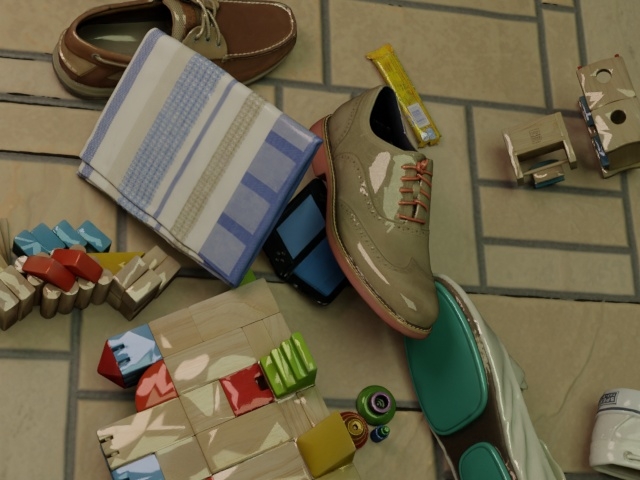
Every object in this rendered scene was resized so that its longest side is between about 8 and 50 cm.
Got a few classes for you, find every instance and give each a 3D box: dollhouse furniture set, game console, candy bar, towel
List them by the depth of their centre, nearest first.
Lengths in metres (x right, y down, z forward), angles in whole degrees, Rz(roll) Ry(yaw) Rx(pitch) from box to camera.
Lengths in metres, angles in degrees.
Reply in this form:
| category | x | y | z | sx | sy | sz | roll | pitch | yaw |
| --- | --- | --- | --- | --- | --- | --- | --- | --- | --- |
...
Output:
| category | x | y | z | sx | sy | sz | roll | pitch | yaw |
| --- | --- | --- | --- | --- | --- | --- | --- | --- | --- |
| towel | -0.149 | -0.100 | 1.337 | 0.285 | 0.034 | 0.209 | 35 | 102 | 26 |
| game console | 0.000 | 0.000 | 1.434 | 0.122 | 0.071 | 0.107 | -46 | 127 | -26 |
| candy bar | 0.116 | -0.199 | 1.576 | 0.040 | 0.018 | 0.161 | -24 | 79 | -20 |
| dollhouse furniture set | 0.348 | -0.153 | 1.591 | 0.184 | 0.129 | 0.128 | -17 | 73 | 9 |

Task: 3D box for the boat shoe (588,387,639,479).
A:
| category | x | y | z | sx | sy | sz | roll | pitch | yaw |
| --- | --- | --- | --- | --- | --- | --- | --- | --- | --- |
| boat shoe | 0.504 | 0.327 | 1.431 | 0.367 | 0.136 | 0.156 | 25 | 65 | -3 |

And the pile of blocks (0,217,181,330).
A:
| category | x | y | z | sx | sy | sz | roll | pitch | yaw |
| --- | --- | --- | --- | --- | --- | --- | --- | --- | --- |
| pile of blocks | -0.337 | 0.024 | 1.304 | 0.362 | 0.112 | 0.148 | -6 | 72 | -19 |

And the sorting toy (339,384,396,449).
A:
| category | x | y | z | sx | sy | sz | roll | pitch | yaw |
| --- | --- | --- | --- | --- | --- | --- | --- | --- | --- |
| sorting toy | 0.060 | 0.217 | 1.389 | 0.061 | 0.042 | 0.102 | 47 | 64 | 4 |

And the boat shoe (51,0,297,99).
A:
| category | x | y | z | sx | sy | sz | roll | pitch | yaw |
| --- | --- | --- | --- | --- | --- | --- | --- | --- | --- |
| boat shoe | -0.174 | -0.255 | 1.455 | 0.324 | 0.116 | 0.123 | -15 | 75 | -21 |

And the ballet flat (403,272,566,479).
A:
| category | x | y | z | sx | sy | sz | roll | pitch | yaw |
| --- | --- | --- | --- | --- | --- | --- | --- | --- | --- |
| ballet flat | 0.212 | 0.229 | 1.389 | 0.139 | 0.139 | 0.400 | -10 | 65 | -20 |

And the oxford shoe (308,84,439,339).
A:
| category | x | y | z | sx | sy | sz | roll | pitch | yaw |
| --- | --- | --- | --- | --- | --- | --- | --- | --- | --- |
| oxford shoe | 0.082 | -0.046 | 1.391 | 0.123 | 0.130 | 0.348 | 16 | 44 | -44 |

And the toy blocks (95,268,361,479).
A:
| category | x | y | z | sx | sy | sz | roll | pitch | yaw |
| --- | --- | --- | --- | --- | --- | --- | --- | --- | --- |
| toy blocks | -0.125 | 0.225 | 1.272 | 0.261 | 0.190 | 0.381 | -21 | 66 | -14 |
